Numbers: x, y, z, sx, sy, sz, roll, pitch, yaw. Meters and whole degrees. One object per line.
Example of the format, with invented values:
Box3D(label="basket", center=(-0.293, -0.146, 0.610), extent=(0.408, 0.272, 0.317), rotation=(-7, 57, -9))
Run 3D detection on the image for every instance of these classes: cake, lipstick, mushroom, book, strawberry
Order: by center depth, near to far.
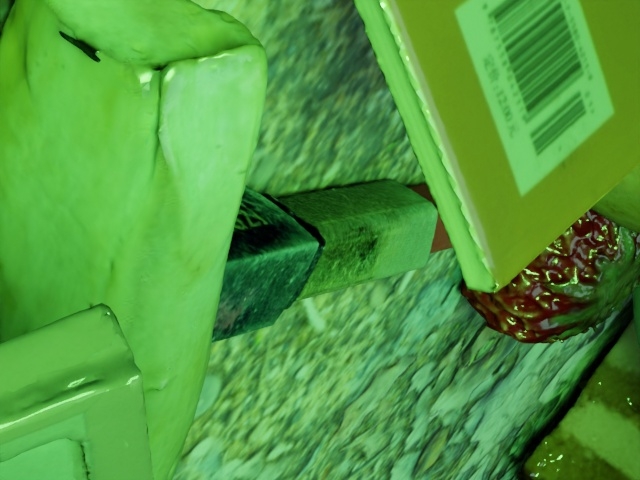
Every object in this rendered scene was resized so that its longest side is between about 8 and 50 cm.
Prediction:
Box3D(label="mushroom", center=(-0.087, 0.033, 0.680), extent=(0.081, 0.100, 0.312), rotation=(-39, 155, -39))
Box3D(label="book", center=(0.136, -0.189, 0.695), extent=(0.374, 0.028, 0.262), rotation=(-40, 120, -29))
Box3D(label="lipstick", center=(0.000, 0.000, 0.875), extent=(0.312, 0.051, 0.051), rotation=(-12, 133, -60))
Box3D(label="strawberry", center=(0.155, 0.007, 1.151), extent=(0.145, 0.086, 0.145), rotation=(-42, 154, -26))
Box3D(label="cake", center=(0.324, 0.153, 1.585), extent=(0.293, 0.196, 0.199), rotation=(-55, 161, -7))

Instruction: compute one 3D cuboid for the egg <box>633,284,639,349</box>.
Box3D(label="egg", center=(0.386, -0.015, 1.319), extent=(0.389, 0.276, 0.276), rotation=(-53, 158, 0))

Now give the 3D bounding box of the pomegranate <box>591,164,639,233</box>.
Box3D(label="pomegranate", center=(0.199, -0.087, 0.960), extent=(0.191, 0.191, 0.191), rotation=(-42, 156, -24))

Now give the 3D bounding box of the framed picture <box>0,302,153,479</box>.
Box3D(label="framed picture", center=(-0.204, 0.206, 0.656), extent=(0.326, 0.028, 0.446), rotation=(-21, 149, -15))
